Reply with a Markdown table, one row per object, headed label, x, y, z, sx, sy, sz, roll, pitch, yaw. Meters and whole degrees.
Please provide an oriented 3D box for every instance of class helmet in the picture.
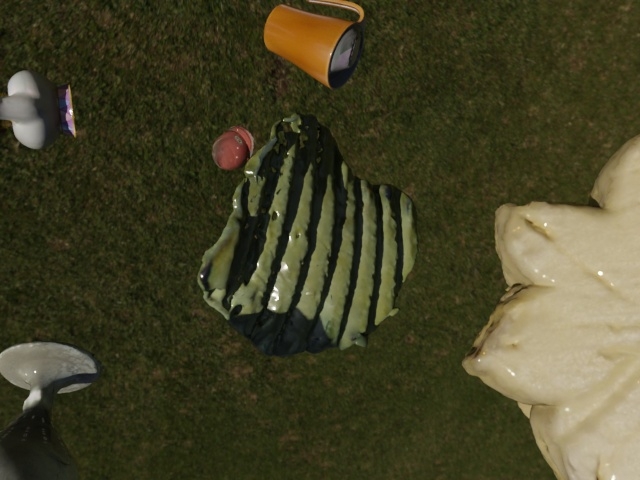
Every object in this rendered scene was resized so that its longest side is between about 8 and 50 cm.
| label | x | y | z | sx | sy | sz | roll | pitch | yaw |
| --- | --- | --- | --- | --- | --- | --- | --- | --- | --- |
| helmet | -0.154 | -0.152 | 0.864 | 0.065 | 0.049 | 0.084 | 46 | 129 | 5 |

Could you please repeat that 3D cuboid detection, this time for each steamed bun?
| label | x | y | z | sx | sy | sz | roll | pitch | yaw |
| --- | --- | --- | --- | --- | --- | --- | --- | --- | --- |
| steamed bun | 0.256 | 0.067 | 0.381 | 0.295 | 0.292 | 0.137 | -16 | 166 | 14 |

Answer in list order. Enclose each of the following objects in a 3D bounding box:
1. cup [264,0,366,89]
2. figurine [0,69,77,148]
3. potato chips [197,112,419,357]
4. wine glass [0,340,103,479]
| label | x | y | z | sx | sy | sz | roll | pitch | yaw |
| --- | --- | --- | --- | --- | --- | --- | --- | --- | --- |
| cup | -0.006 | -0.560 | 1.399 | 0.226 | 0.264 | 0.182 | -61 | 162 | 3 |
| figurine | -0.570 | -0.224 | 0.882 | 0.263 | 0.189 | 0.142 | -7 | 97 | -23 |
| potato chips | -0.004 | 0.006 | 0.842 | 0.373 | 0.097 | 0.389 | 39 | 69 | -28 |
| wine glass | -0.315 | 0.234 | 0.542 | 0.126 | 0.241 | 0.126 | -6 | 136 | -5 |
